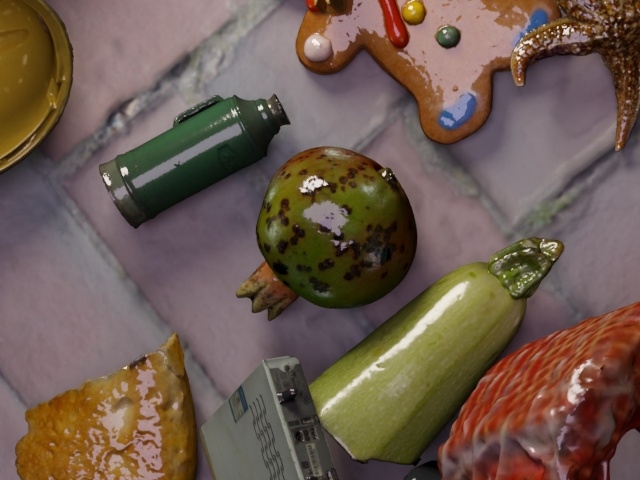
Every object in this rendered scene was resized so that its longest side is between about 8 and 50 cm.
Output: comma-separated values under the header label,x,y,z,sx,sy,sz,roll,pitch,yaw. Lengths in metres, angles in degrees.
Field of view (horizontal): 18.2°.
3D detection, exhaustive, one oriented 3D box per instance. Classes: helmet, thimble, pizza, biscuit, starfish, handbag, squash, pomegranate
label,x,y,z,sx,sy,sz,roll,pitch,yaw
helmet,-0.371,-0.168,1.972,0.257,0.140,0.205,-37,118,4
thimble,0.287,0.222,1.752,0.350,0.230,0.350,6,77,-26
pizza,-0.221,0.260,1.971,0.182,0.074,0.365,13,90,11
biscuit,0.060,-0.240,1.955,0.324,0.049,0.205,41,96,9
starfish,0.278,-0.207,1.910,0.213,0.057,0.238,-18,92,-6
handbag,0.007,-0.261,1.910,0.027,0.061,0.083,-1,87,11
squash,0.120,0.103,1.916,0.287,0.137,0.137,-42,83,-8
pomegranate,0.000,0.000,1.912,0.159,0.159,0.205,51,121,7

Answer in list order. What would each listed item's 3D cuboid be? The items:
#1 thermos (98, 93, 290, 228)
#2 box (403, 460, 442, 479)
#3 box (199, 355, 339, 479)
label,x,y,z,sx,sy,sz,roll,pitch,yaw
thermos,-0.119,-0.087,1.971,0.188,0.083,0.073,-27,107,6
box,0.101,0.311,1.888,0.090,0.144,0.201,21,94,13
box,-0.029,0.263,1.863,0.045,0.211,0.270,-7,66,-29
